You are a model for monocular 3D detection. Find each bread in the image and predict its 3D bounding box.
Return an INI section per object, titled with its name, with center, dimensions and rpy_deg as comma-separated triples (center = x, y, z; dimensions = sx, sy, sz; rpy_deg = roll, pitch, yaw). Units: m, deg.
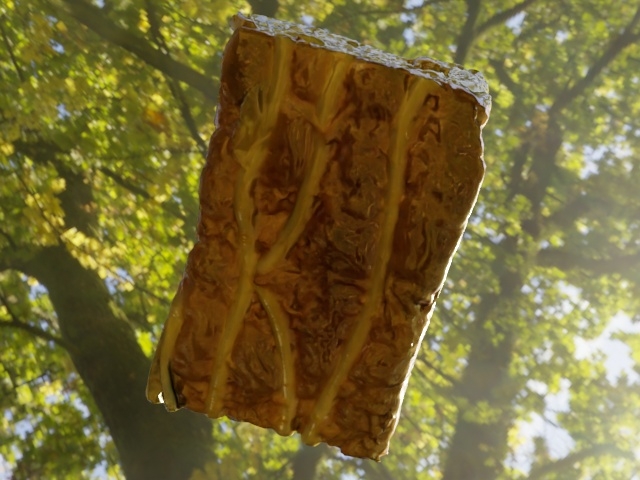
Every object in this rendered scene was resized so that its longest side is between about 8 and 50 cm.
[bread]
center = 0.000, 0.000, 0.680
dimensions = 0.185, 0.114, 0.274
rpy_deg = 15, -69, -3
